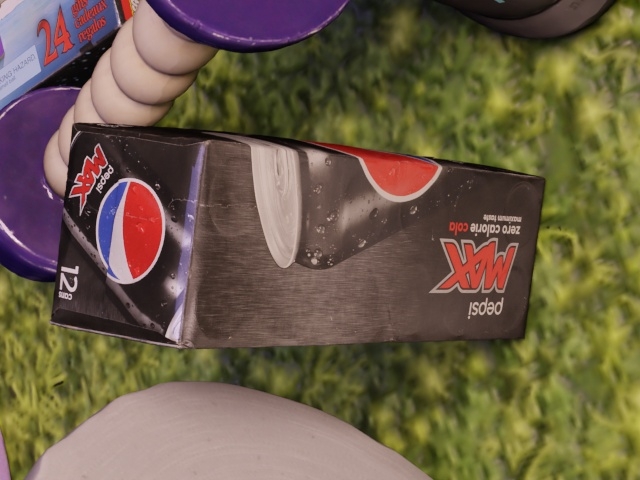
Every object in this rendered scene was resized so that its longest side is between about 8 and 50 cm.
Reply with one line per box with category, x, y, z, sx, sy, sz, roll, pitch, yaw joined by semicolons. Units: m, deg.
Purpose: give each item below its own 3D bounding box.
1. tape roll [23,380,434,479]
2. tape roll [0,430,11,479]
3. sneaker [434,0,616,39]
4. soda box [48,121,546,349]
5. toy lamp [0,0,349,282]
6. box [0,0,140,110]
tape roll;-0.007;0.145;0.478;0.072;0.219;0.219;-49;59;27
tape roll;-0.262;0.141;0.787;0.274;0.090;0.275;-3;85;41
sneaker;-0.009;-0.163;0.566;0.267;0.106;0.101;40;116;33
soda box;0.000;0.000;0.512;0.053;0.169;0.060;10;95;38
toy lamp;-0.068;-0.044;0.577;0.274;0.080;0.080;141;120;-64
box;-0.163;-0.109;0.742;0.233;0.044;0.159;-28;70;37
